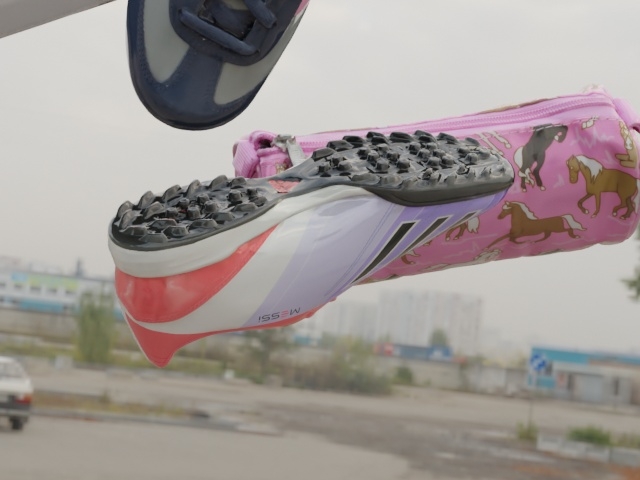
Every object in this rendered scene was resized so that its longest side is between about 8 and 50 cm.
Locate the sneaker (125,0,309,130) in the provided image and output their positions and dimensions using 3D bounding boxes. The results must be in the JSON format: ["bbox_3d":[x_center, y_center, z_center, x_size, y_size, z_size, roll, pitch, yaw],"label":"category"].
[{"bbox_3d":[-0.030,-0.193,0.695,0.112,0.319,0.131,18,22,-17],"label":"sneaker"}]

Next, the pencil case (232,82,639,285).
[{"bbox_3d":[0.112,-0.049,1.171,0.386,0.160,0.167,-8,-5,-5],"label":"pencil case"}]

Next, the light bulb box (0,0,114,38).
[{"bbox_3d":[-0.378,-0.297,0.901,0.358,0.225,0.361,-24,44,-26],"label":"light bulb box"}]

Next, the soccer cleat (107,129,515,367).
[{"bbox_3d":[0.000,0.000,0.918,0.318,0.116,0.108,-15,30,-21],"label":"soccer cleat"}]
